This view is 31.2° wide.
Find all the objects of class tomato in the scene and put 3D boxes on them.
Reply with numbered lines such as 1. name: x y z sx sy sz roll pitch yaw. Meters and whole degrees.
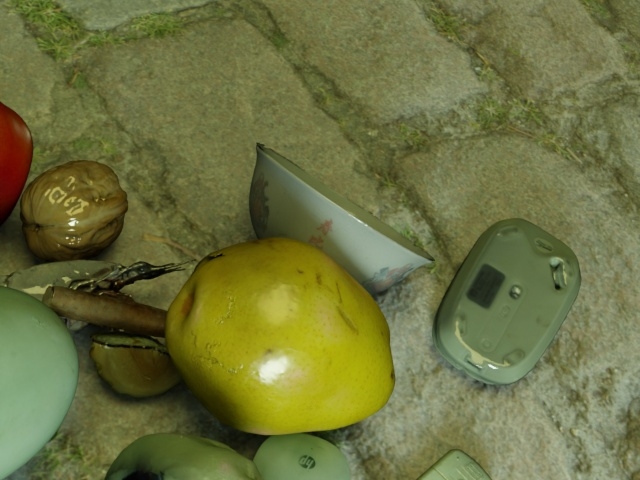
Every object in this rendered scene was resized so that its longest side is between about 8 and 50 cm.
1. tomato: -0.582 -0.109 1.712 0.298 0.298 0.226 6 73 -13

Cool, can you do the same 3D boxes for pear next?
1. pear: -0.055 0.148 1.651 0.336 0.284 0.285 47 43 -27

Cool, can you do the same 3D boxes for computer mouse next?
1. computer mouse: 0.315 0.102 1.937 0.197 0.095 0.331 32 59 10
2. computer mouse: -0.037 0.395 1.588 0.159 0.097 0.289 16 49 -8

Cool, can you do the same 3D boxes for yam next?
1. yam: -0.281 0.110 1.670 0.263 0.046 0.046 16 45 -37

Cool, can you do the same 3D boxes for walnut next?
1. walnut: -0.379 -0.046 1.788 0.155 0.155 0.184 38 37 13

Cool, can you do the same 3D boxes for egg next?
1. egg: -0.497 0.199 1.476 0.388 0.276 0.276 -21 61 -36

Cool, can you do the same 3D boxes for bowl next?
1. bowl: 0.000 0.000 1.839 0.345 0.345 0.157 34 95 10

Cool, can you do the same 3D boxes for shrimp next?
1. shrimp: -0.350 0.090 1.718 0.343 0.116 0.145 -16 59 -20

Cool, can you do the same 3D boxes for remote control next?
1. remote control: 0.157 0.402 1.682 0.233 0.038 0.098 -33 67 -34

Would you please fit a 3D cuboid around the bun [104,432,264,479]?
1. bun: -0.139 0.367 1.464 0.187 0.293 0.293 -24 63 -37

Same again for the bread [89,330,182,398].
1. bread: -0.265 0.185 1.686 0.157 0.095 0.083 2 7 -26
